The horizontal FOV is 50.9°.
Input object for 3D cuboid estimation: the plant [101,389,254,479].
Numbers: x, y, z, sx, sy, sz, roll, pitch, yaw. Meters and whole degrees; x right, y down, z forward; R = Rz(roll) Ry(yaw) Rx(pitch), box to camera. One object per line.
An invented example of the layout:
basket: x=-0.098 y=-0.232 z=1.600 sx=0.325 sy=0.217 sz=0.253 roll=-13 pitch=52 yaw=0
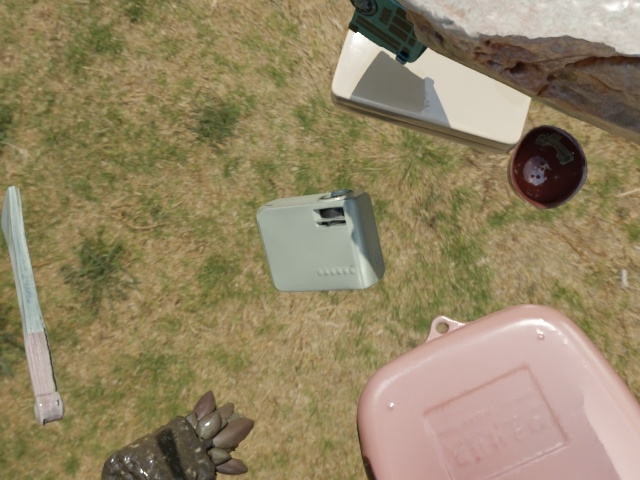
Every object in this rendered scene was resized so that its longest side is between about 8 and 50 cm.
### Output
plant: x=-0.292 y=0.450 z=1.412 sx=0.181 sy=0.320 sz=0.194 roll=-30 pitch=81 yaw=32

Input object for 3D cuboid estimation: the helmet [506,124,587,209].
helmet: x=0.433 y=-0.132 z=1.344 sx=0.155 sy=0.106 sz=0.175 roll=29 pitch=74 yaw=-5

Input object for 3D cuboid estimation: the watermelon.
watermelon: x=0.168 y=-0.169 z=0.420 sx=0.193 sy=0.310 sz=0.232 roll=27 pitch=62 yaw=13

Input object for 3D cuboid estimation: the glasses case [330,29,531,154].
glasses case: x=0.193 y=-0.263 z=1.177 sx=0.336 sy=0.076 sz=0.144 roll=18 pitch=84 yaw=3

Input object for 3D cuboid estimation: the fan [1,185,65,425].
fan: x=-0.262 y=0.045 z=0.601 sx=0.282 sy=0.023 sz=0.057 roll=54 pitch=128 yaw=42

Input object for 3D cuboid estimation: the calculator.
calculator: x=0.157 y=0.205 z=0.489 sx=0.220 sy=0.048 sz=0.330 roll=-27 pitch=75 yaw=5

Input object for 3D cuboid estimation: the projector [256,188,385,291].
projector: x=0.000 y=0.000 z=1.465 sx=0.250 sy=0.108 sz=0.198 roll=-5 pitch=107 yaw=31

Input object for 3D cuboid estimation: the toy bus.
toy bus: x=0.132 y=-0.356 z=0.896 sx=0.147 sy=0.256 sz=0.128 roll=36 pitch=75 yaw=2
